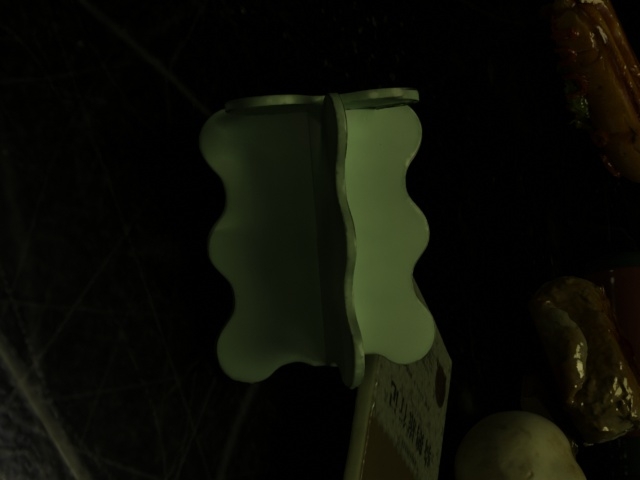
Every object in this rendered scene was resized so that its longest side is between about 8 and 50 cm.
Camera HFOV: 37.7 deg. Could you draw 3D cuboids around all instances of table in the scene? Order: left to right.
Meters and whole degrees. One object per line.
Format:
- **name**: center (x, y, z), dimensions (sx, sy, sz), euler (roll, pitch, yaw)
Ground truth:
- **table**: center (0.000, 0.000, 0.676), dimensions (0.166, 0.166, 0.198), euler (-8, 94, -57)

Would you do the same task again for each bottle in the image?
- **bottle**: center (0.433, 0.193, 1.292), dimensions (0.144, 0.144, 0.336), euler (32, 57, -48)

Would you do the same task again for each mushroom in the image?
- **mushroom**: center (0.201, 0.248, 0.937), dimensions (0.154, 0.122, 0.154), euler (16, 42, -14)

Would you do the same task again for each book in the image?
- **book**: center (0.065, 0.188, 0.782), dimensions (0.217, 0.021, 0.310), euler (62, 33, -50)

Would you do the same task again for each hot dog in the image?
- **hot dog**: center (0.434, -0.234, 1.447), dimensions (0.349, 0.117, 0.158), euler (49, 37, -35)

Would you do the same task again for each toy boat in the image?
- **toy boat**: center (0.274, 0.220, 1.115), dimensions (0.149, 0.047, 0.049), euler (63, 36, -21)

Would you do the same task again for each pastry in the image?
- **pastry**: center (0.327, 0.151, 1.122), dimensions (0.229, 0.100, 0.218), euler (55, 19, -34)
